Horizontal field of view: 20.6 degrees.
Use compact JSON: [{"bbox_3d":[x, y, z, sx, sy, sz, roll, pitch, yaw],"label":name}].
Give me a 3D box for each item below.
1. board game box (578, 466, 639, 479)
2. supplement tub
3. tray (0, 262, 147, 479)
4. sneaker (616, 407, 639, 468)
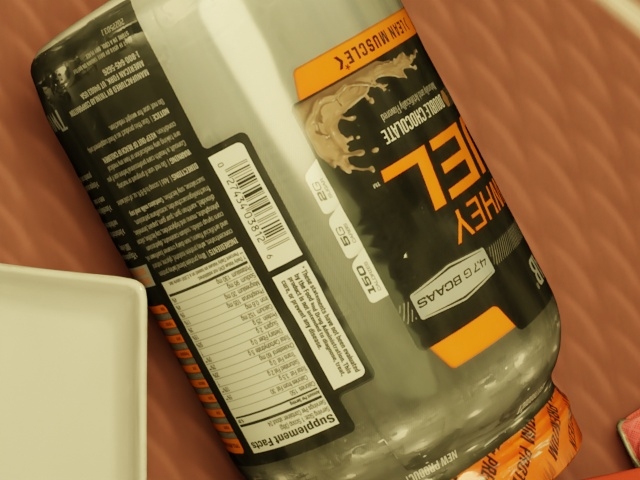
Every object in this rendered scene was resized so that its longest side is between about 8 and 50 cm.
[{"bbox_3d":[0.062,0.205,0.939,0.317,0.242,0.064,-6,65,-33],"label":"board game box"},{"bbox_3d":[0.000,0.000,0.992,0.207,0.207,0.338,-29,96,-9],"label":"supplement tub"},{"bbox_3d":[-0.161,0.142,1.010,0.145,0.030,0.270,6,104,18],"label":"tray"},{"bbox_3d":[0.246,0.158,1.103,0.136,0.116,0.313,10,82,0],"label":"sneaker"}]
